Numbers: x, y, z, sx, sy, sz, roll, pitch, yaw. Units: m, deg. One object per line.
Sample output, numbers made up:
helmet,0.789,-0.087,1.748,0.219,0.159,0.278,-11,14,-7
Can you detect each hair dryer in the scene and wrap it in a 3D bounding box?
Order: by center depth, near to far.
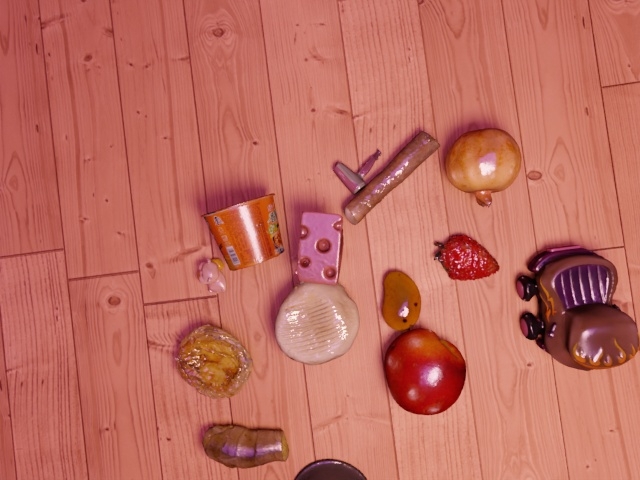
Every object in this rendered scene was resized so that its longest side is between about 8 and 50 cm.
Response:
hair dryer,0.129,-0.226,1.399,0.154,0.054,0.106,-38,81,-7

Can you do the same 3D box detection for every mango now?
mango,0.244,0.182,1.354,0.115,0.090,0.177,3,81,13

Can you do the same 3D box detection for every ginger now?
ginger,-0.229,0.631,1.378,0.263,0.116,0.109,2,129,1

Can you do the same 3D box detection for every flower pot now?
flower pot,0.029,0.806,1.320,0.269,0.166,0.268,0,87,5

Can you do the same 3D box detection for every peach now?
peach,0.290,0.378,1.288,0.244,0.199,0.243,0,88,16

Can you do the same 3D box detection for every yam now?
yam,0.209,-0.189,1.366,0.357,0.081,0.081,-44,85,1

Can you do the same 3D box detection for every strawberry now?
strawberry,0.434,0.057,1.340,0.140,0.085,0.192,-43,87,1

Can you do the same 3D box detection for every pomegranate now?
pomegranate,0.466,-0.224,1.294,0.207,0.207,0.207,0,89,5

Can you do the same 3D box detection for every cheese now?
cheese,0.001,0.015,1.333,0.128,0.177,0.202,4,96,5

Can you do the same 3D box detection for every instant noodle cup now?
instant noodle cup,-0.215,-0.025,1.342,0.230,0.230,0.182,-18,97,5

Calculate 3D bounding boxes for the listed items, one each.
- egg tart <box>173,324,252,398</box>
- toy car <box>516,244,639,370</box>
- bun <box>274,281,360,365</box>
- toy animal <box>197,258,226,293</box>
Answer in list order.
egg tart,-0.321,0.368,1.399,0.253,0.098,0.231,1,95,9
toy car,0.713,0.187,1.232,0.272,0.240,0.340,-9,91,3
bun,-0.002,0.237,1.339,0.259,0.160,0.259,-1,86,15
toy animal,-0.349,0.115,1.410,0.092,0.082,0.114,-13,88,6
